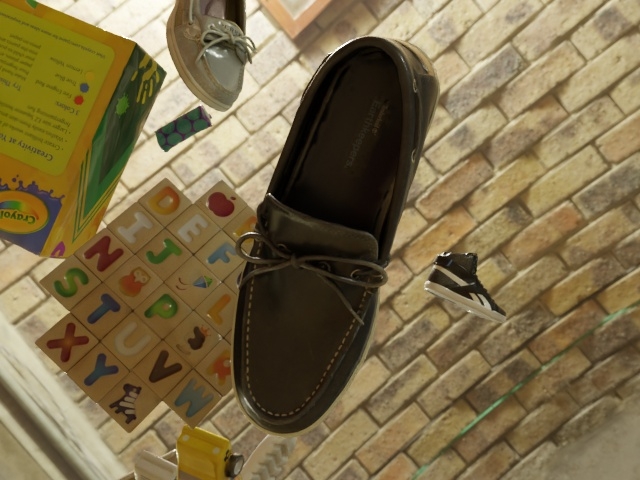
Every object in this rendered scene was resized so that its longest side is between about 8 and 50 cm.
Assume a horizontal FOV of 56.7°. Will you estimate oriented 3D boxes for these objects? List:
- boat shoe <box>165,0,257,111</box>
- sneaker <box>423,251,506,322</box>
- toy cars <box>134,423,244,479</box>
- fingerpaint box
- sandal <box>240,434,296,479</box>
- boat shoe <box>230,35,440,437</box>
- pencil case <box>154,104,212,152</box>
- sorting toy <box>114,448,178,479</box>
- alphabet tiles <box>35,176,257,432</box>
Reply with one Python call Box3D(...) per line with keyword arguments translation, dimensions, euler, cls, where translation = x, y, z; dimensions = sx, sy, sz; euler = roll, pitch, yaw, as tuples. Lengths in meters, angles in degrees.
Box3D(translation=(-0.159, -0.348, 0.912), dimensions=(0.103, 0.320, 0.118), euler=(-24, -31, 36), cls="boat shoe")
Box3D(translation=(0.341, 0.094, 1.307), dimensions=(0.121, 0.217, 0.079), euler=(-67, 20, -8), cls="sneaker")
Box3D(translation=(-0.226, 0.415, 0.965), dimensions=(0.394, 0.176, 0.087), euler=(-41, 9, 47), cls="toy cars")
Box3D(translation=(-0.548, -0.222, 1.003), dimensions=(0.163, 0.445, 0.370), euler=(36, -103, -84), cls="fingerpaint box")
Box3D(translation=(-0.226, 0.627, 1.491), dimensions=(0.416, 0.102, 0.169), euler=(-43, -37, -17), cls="sandal")
Box3D(translation=(0.000, 0.000, 0.686), dimensions=(0.156, 0.187, 0.499), euler=(-10, -59, -75), cls="boat shoe")
Box3D(translation=(-0.360, -0.295, 1.561), dimensions=(0.152, 0.064, 0.070), euler=(-28, -2, 6), cls="pencil case")
Box3D(translation=(-0.359, 0.542, 1.245), dimensions=(0.348, 0.047, 0.195), euler=(-23, -48, -19), cls="sorting toy")
Box3D(translation=(-0.197, 0.078, 0.827), dimensions=(0.342, 0.285, 0.011), euler=(-46, -3, -23), cls="alphabet tiles")
